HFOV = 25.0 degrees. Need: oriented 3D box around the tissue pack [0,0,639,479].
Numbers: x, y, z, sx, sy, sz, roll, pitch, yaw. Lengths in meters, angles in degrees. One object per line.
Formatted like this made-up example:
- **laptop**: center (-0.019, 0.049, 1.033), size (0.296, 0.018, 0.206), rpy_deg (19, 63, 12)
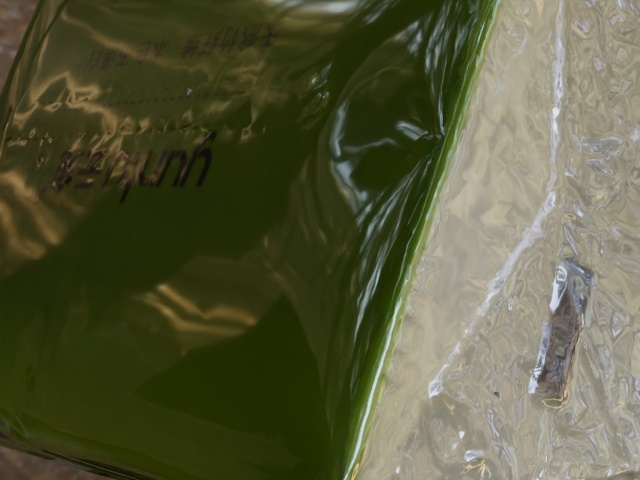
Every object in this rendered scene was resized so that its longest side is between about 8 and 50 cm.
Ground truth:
- **tissue pack**: center (0.000, 0.000, 0.500), size (0.167, 0.200, 0.275), rpy_deg (27, -15, -35)
